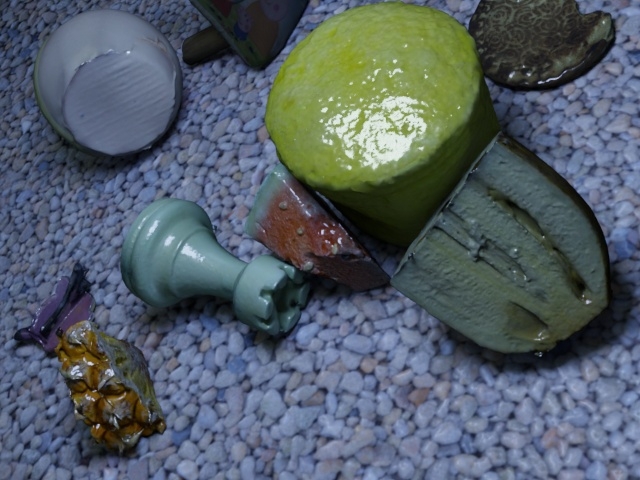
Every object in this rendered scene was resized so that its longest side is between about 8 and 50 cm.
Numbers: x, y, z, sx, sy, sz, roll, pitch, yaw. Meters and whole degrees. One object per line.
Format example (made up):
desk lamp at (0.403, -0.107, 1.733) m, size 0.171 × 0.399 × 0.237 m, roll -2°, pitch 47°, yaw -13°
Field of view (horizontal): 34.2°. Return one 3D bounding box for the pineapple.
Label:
pineapple at (-0.352, 0.234, 1.754) m, size 0.115 × 0.186 × 0.236 m, roll -26°, pitch 91°, yaw 8°

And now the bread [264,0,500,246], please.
bread at (0.116, -0.167, 1.632) m, size 0.348 × 0.308 × 0.348 m, roll -14°, pitch 53°, yaw 19°

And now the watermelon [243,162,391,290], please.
watermelon at (0.000, 0.000, 1.686) m, size 0.257 × 0.193 × 0.139 m, roll 41°, pitch 98°, yaw 28°

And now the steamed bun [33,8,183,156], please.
steamed bun at (-0.434, -0.334, 2.108) m, size 0.309 × 0.309 × 0.309 m, roll -16°, pitch 52°, yaw 22°

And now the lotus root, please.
lotus root at (0.284, 0.014, 1.464) m, size 0.267 × 0.260 × 0.149 m, roll -56°, pitch 0°, yaw 27°

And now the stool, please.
stool at (-0.200, -0.542, 2.099) m, size 0.226 × 0.310 × 0.310 m, roll 9°, pitch 63°, yaw 40°

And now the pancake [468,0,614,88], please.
pancake at (0.386, -0.381, 1.807) m, size 0.288 × 0.033 × 0.286 m, roll 30°, pitch 76°, yaw 41°

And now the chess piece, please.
chess piece at (-0.171, 0.056, 1.752) m, size 0.299 × 0.194 × 0.194 m, roll 21°, pitch 71°, yaw 30°

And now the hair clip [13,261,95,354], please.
hair clip at (-0.486, 0.133, 1.975) m, size 0.146 × 0.056 × 0.187 m, roll 22°, pitch 81°, yaw 39°
